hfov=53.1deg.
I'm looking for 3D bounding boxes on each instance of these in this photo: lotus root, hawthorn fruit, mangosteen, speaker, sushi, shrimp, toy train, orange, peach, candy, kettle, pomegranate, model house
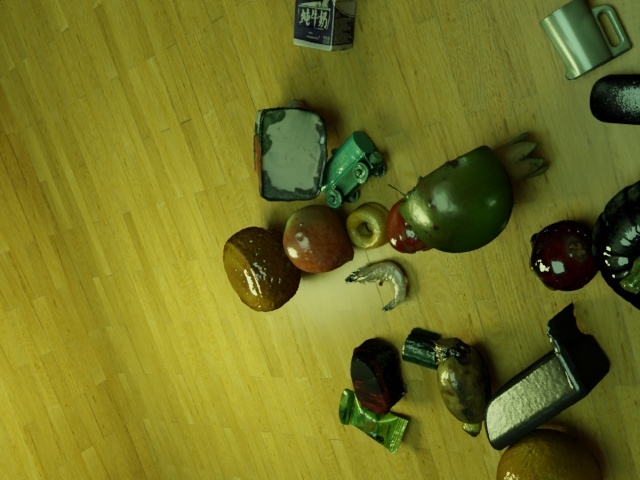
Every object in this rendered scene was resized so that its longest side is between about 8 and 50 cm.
[{"bbox_3d":[0.404,0.401,1.781,0.142,0.169,0.314,-14,103,18],"label":"lotus root"},{"bbox_3d":[0.249,-0.067,1.726,0.163,0.163,0.203,-15,82,43],"label":"hawthorn fruit"},{"bbox_3d":[0.563,0.039,1.499,0.166,0.166,0.180,56,159,5],"label":"mangosteen"},{"bbox_3d":[0.552,0.355,1.639,0.184,0.180,0.388,52,132,19],"label":"speaker"},{"bbox_3d":[0.177,0.425,2.014,0.136,0.126,0.225,-4,112,40],"label":"sushi"},{"bbox_3d":[0.172,0.140,1.938,0.219,0.046,0.152,-11,99,41],"label":"shrimp"},{"bbox_3d":[0.076,-0.199,1.833,0.248,0.101,0.159,-45,70,43],"label":"toy train"},{"bbox_3d":[0.593,0.629,1.660,0.274,0.274,0.274,17,120,33],"label":"orange"},{"bbox_3d":[0.000,0.000,1.920,0.233,0.233,0.232,17,120,33],"label":"peach"},{"bbox_3d":[0.172,0.599,2.129,0.246,0.069,0.148,26,119,35],"label":"candy"},{"bbox_3d":[0.551,-0.428,1.345,0.148,0.127,0.098,60,165,-2],"label":"kettle"},{"bbox_3d":[0.370,-0.097,1.509,0.359,0.310,0.216,-25,84,8],"label":"pomegranate"},{"bbox_3d":[-0.105,-0.292,1.899,0.301,0.190,0.271,-117,26,-60],"label":"model house"}]

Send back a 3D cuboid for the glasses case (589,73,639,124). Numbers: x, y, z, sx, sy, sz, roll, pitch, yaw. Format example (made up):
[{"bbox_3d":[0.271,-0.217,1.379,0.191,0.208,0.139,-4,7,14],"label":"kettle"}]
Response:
[{"bbox_3d":[0.688,-0.285,1.300,0.267,0.067,0.103,13,116,36],"label":"glasses case"}]

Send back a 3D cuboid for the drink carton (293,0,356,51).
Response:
[{"bbox_3d":[0.014,-0.624,1.687,0.134,0.102,0.222,23,121,33],"label":"drink carton"}]

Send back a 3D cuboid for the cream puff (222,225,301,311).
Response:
[{"bbox_3d":[-0.177,0.086,2.077,0.303,0.212,0.303,42,144,41],"label":"cream puff"}]

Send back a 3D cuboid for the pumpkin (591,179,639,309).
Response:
[{"bbox_3d":[0.696,0.018,1.291,0.296,0.296,0.295,17,120,33],"label":"pumpkin"}]

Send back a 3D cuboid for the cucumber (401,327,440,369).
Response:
[{"bbox_3d":[0.301,0.329,1.906,0.115,0.062,0.116,11,118,32],"label":"cucumber"}]

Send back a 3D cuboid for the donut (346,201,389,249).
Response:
[{"bbox_3d":[0.140,-0.038,1.876,0.152,0.058,0.151,20,122,34],"label":"donut"}]
